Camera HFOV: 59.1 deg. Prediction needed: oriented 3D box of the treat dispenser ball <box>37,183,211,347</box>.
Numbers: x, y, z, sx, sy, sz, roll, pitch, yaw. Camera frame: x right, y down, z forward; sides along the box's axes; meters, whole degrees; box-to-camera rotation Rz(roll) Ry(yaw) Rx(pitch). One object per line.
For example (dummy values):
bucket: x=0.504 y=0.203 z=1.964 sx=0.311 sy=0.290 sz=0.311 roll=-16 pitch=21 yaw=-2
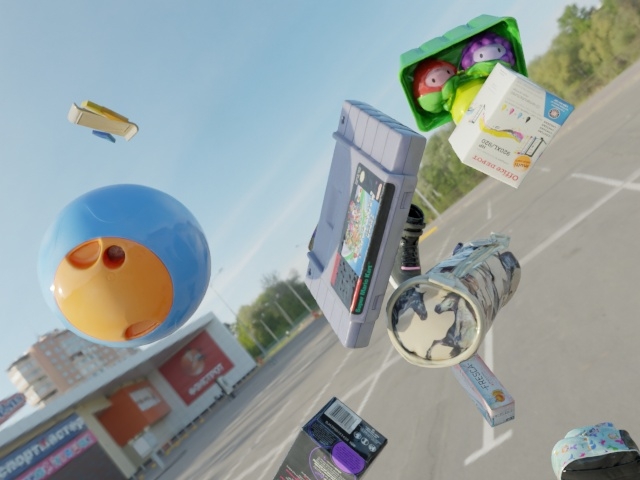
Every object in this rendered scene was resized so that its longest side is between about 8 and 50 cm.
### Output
treat dispenser ball: x=-0.339 y=0.044 z=0.995 sx=0.288 sy=0.288 sz=0.288 roll=-41 pitch=-5 yaw=-5

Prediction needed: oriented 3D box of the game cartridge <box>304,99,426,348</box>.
game cartridge: x=0.056 y=-0.030 z=0.921 sx=0.230 sy=0.068 sz=0.354 roll=-121 pitch=39 yaw=-61

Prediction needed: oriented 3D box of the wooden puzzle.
wooden puzzle: x=-0.249 y=-0.137 z=0.649 sx=0.116 sy=0.079 sz=0.014 roll=-1 pitch=74 yaw=54

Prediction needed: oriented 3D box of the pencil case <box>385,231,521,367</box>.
pencil case: x=0.262 y=0.099 z=1.054 sx=0.410 sy=0.160 sz=0.183 roll=-19 pitch=-64 yaw=-60

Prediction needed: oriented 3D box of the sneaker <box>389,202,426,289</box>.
sneaker: x=0.254 y=0.018 z=1.647 sx=0.105 sy=0.295 sz=0.146 roll=3 pitch=-34 yaw=-14

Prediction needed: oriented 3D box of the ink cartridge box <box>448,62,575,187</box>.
ink cartridge box: x=0.463 y=-0.284 z=1.399 sx=0.232 sy=0.171 sz=0.168 roll=-61 pitch=12 yaw=26

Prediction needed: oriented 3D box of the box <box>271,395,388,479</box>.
box: x=0.010 y=0.523 z=1.294 sx=0.143 sy=0.165 sz=0.270 roll=-28 pitch=-30 yaw=-52

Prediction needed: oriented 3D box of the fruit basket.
fruit basket: x=0.441 y=-0.459 z=1.679 sx=0.392 sy=0.392 sz=0.283 roll=-40 pitch=-50 yaw=-9

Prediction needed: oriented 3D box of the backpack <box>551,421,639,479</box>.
backpack: x=0.867 y=0.709 z=1.783 sx=0.254 sy=0.225 sz=0.191 roll=-20 pitch=21 yaw=8

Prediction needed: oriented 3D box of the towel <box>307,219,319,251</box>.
towel: x=0.000 y=0.000 z=1.378 sx=0.009 sy=0.060 sz=0.083 roll=1 pitch=61 yaw=43

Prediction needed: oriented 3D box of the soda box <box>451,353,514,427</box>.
soda box: x=0.357 y=0.322 z=1.256 sx=0.058 sy=0.062 sz=0.183 roll=-18 pitch=32 yaw=-7
